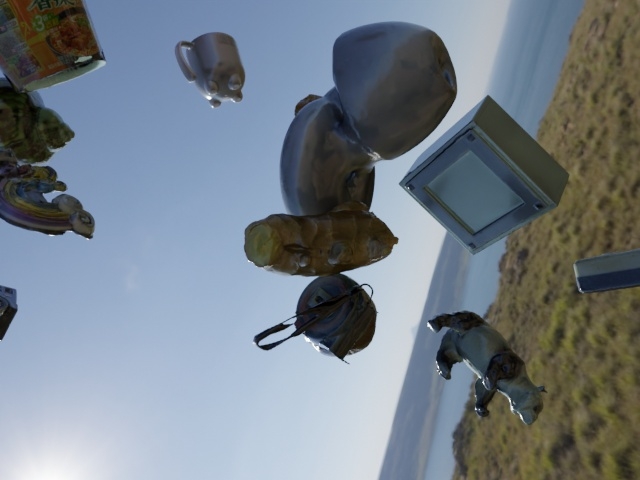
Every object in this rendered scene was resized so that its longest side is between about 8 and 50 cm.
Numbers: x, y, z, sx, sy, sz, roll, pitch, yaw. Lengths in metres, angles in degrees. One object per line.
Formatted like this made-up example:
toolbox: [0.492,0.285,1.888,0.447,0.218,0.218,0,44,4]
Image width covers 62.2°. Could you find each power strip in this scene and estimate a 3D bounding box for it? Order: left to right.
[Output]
power strip: [0.581,0.037,0.904,0.105,0.256,0.070,-6,-96,-44]

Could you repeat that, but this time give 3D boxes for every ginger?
ginger: [0.013,0.005,0.630,0.205,0.115,0.081,-20,-30,-39]

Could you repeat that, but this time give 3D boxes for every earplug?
earplug: [0.058,-0.141,0.736,0.214,0.175,0.326,-4,-55,-59]

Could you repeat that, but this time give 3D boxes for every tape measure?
tape measure: [-0.015,0.077,0.640,0.179,0.107,0.104,20,-84,-47]

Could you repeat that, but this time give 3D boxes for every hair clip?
hair clip: [-0.396,-0.057,0.724,0.116,0.172,0.049,-26,-26,-54]

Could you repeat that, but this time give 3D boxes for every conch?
conch: [-0.592,-0.241,1.058,0.124,0.181,0.188,-21,57,50]

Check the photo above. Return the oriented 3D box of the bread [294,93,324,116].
bread: [0.010,-0.245,1.268,0.083,0.113,0.211,-50,-41,-26]

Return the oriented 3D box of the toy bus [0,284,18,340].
toy bus: [-0.519,0.085,0.734,0.167,0.076,0.073,24,-71,-36]

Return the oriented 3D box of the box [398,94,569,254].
box: [0.317,-0.120,1.058,0.117,0.225,0.225,-51,5,-38]

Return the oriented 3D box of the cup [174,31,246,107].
cup: [-0.259,-0.423,1.306,0.173,0.134,0.142,51,-160,-72]

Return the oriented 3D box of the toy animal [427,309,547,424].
toy animal: [0.286,0.215,0.910,0.121,0.225,0.094,-13,-49,-28]

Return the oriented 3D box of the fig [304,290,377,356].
fig: [0.019,0.186,1.189,0.290,0.190,0.191,-17,-59,-66]

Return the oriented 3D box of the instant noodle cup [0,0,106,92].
instant noodle cup: [-0.518,-0.386,0.973,0.183,0.230,0.230,69,-154,-19]
